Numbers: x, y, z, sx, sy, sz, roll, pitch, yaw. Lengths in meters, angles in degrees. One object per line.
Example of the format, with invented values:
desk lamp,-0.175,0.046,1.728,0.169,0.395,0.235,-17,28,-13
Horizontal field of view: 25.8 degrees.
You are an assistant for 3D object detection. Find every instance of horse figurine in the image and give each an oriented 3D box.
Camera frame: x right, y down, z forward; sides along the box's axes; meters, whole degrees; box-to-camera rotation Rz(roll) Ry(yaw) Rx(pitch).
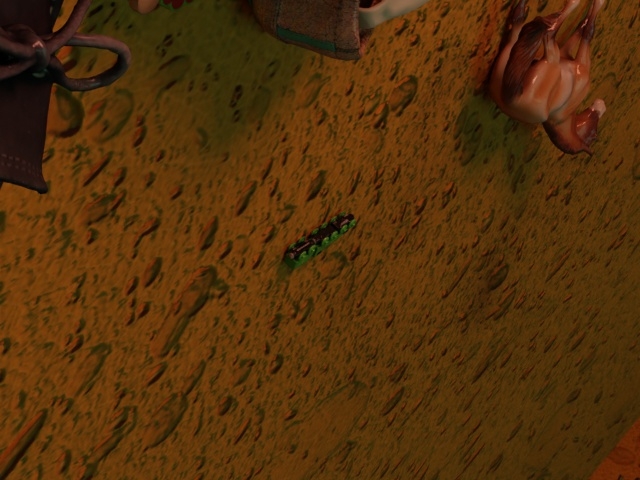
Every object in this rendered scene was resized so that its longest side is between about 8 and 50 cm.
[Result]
horse figurine,0.221,-0.168,1.329,0.263,0.066,0.174,-8,120,-61

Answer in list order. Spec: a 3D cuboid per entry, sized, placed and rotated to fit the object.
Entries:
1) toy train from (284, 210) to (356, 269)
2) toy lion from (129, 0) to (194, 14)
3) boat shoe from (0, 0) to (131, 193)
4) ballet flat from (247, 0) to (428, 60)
toy train,0.000,0.000,1.182,0.083,0.017,0.024,-33,155,-41
toy lion,-0.085,-0.179,0.812,0.096,0.034,0.100,-37,148,-50
boat shoe,-0.178,-0.085,0.607,0.500,0.156,0.187,-62,154,4
ballet flat,0.083,-0.239,0.949,0.316,0.106,0.107,-52,155,-12
